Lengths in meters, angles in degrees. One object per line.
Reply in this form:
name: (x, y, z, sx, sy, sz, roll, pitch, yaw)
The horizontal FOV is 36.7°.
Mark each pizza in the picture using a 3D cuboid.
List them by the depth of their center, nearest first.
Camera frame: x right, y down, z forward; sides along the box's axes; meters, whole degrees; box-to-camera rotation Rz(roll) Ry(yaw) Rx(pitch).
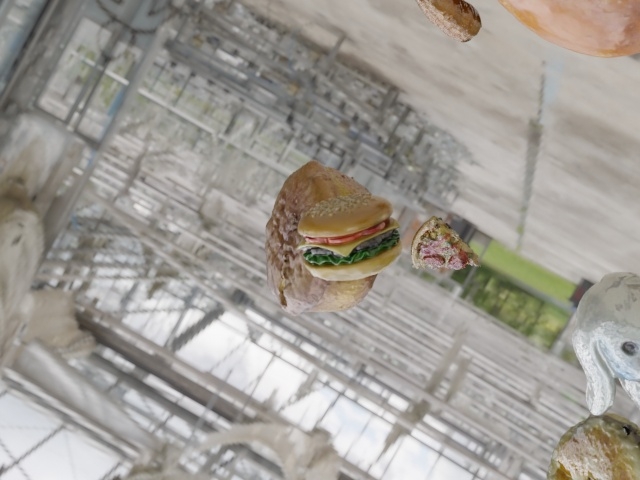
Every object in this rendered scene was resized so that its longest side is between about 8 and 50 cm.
pizza: (0.162, 0.007, 1.329, 0.100, 0.029, 0.099, -3, 134, 24)

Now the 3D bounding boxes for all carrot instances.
carrot: (0.211, -0.410, 1.681, 0.072, 0.072, 0.205, 31, -172, 32)

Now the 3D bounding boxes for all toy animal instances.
toy animal: (0.525, 0.156, 1.588, 0.174, 0.249, 0.289, 21, 144, 41)

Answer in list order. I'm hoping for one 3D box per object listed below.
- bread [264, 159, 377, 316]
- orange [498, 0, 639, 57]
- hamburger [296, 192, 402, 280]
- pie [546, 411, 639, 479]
bread: (0.001, 0.004, 1.872, 0.172, 0.312, 0.312, 9, -169, -23)
orange: (0.301, -0.335, 0.996, 0.283, 0.284, 0.226, 30, -169, 1)
hamburger: (0.042, -0.006, 1.437, 0.162, 0.115, 0.162, -12, -165, 3)
pie: (0.547, 0.496, 1.834, 0.077, 0.339, 0.339, 5, -165, -28)
